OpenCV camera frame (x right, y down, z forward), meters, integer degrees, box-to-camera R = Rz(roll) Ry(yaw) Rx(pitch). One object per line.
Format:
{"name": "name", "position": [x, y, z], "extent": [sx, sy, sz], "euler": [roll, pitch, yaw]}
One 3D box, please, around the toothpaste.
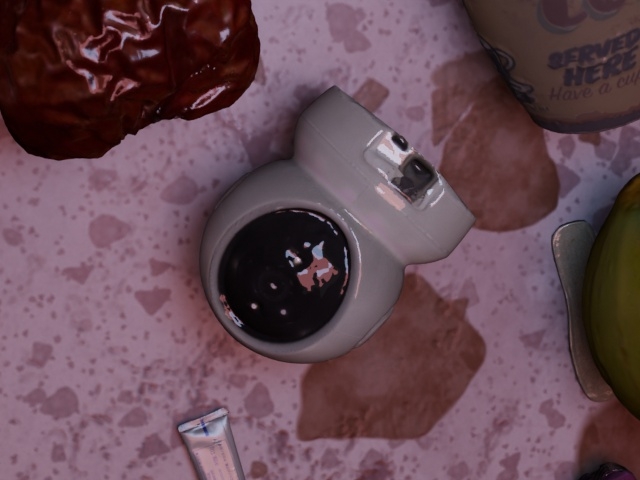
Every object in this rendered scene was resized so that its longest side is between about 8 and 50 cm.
{"name": "toothpaste", "position": [-0.081, 0.269, 1.743], "extent": [0.052, 0.033, 0.218], "euler": [-20, 102, -12]}

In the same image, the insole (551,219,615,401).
{"name": "insole", "position": [0.271, 0.072, 1.809], "extent": [0.063, 0.010, 0.192], "euler": [-17, 105, -11]}

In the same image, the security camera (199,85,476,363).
{"name": "security camera", "position": [0.000, 0.000, 1.635], "extent": [0.236, 0.194, 0.194], "euler": [-45, 108, 2]}

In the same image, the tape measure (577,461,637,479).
{"name": "tape measure", "position": [0.290, 0.291, 1.824], "extent": [0.118, 0.074, 0.125], "euler": [-28, 101, -3]}

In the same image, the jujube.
{"name": "jujube", "position": [-0.180, -0.178, 1.535], "extent": [0.232, 0.213, 0.213], "euler": [-24, 106, -9]}

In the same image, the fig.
{"name": "fig", "position": [0.359, 0.047, 1.707], "extent": [0.239, 0.239, 0.271], "euler": [-25, 111, -9]}

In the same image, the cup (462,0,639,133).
{"name": "cup", "position": [0.252, -0.258, 1.663], "extent": [0.301, 0.227, 0.257], "euler": [-39, 125, -35]}
